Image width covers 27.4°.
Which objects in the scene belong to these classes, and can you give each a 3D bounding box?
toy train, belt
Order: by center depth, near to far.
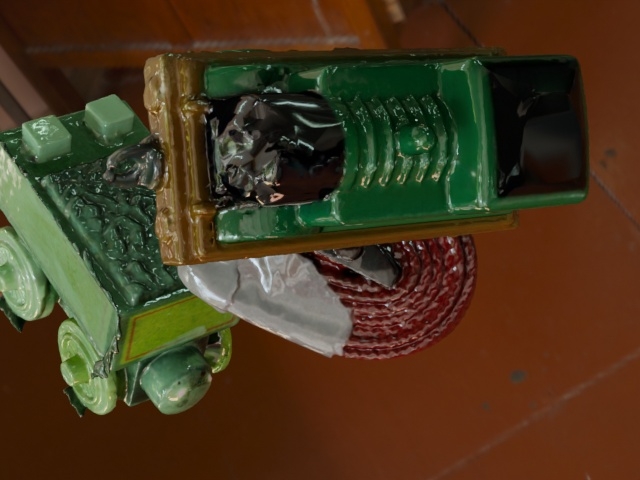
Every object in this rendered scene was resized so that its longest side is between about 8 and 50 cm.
[{"bbox_3d":[0.022,-0.042,0.571,0.136,0.228,0.091,-1,94,57],"label":"toy train"},{"bbox_3d":[0.000,0.000,0.808,0.201,0.124,0.128,23,88,5],"label":"belt"},{"bbox_3d":[-0.173,0.018,1.105,0.159,0.188,0.271,-20,55,-32],"label":"toy train"}]
